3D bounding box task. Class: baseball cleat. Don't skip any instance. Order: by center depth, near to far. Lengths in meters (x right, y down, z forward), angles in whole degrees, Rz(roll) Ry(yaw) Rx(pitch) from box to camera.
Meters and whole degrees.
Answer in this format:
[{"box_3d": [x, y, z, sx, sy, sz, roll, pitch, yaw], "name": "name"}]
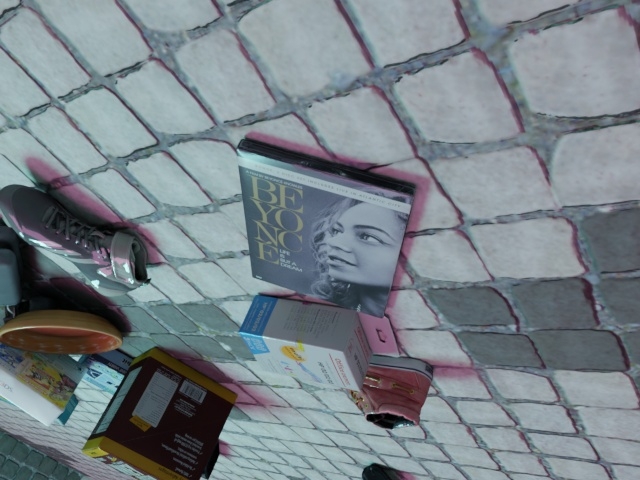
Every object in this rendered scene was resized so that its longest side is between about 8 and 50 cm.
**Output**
[{"box_3d": [-0.297, -0.007, 0.722, 0.109, 0.072, 0.206, -17, 135, 26], "name": "baseball cleat"}]

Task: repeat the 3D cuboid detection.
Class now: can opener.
[{"box_3d": [-0.486, 0.067, 0.935, 0.095, 0.076, 0.283, 0, 153, -23], "name": "can opener"}]

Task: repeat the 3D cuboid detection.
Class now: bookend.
[{"box_3d": [-0.345, 0.535, 1.465, 0.156, 0.072, 0.157, 21, 145, 4], "name": "bookend"}]

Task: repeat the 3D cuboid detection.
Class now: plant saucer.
[{"box_3d": [-0.447, 0.160, 0.992, 0.200, 0.037, 0.200, -3, 157, -1], "name": "plant saucer"}]

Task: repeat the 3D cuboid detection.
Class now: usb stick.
[{"box_3d": [0.141, 0.553, 1.218, 0.077, 0.045, 0.278, 30, 154, 35], "name": "usb stick"}]

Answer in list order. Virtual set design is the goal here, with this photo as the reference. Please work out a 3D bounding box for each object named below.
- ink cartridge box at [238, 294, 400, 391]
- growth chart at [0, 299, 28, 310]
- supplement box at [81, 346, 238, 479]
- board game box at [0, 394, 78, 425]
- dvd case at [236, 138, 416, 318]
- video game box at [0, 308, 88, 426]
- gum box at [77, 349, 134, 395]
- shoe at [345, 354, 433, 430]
[{"box_3d": [0.001, 0.133, 0.726, 0.181, 0.061, 0.104, 5, 142, 24], "name": "ink cartridge box"}, {"box_3d": [-0.617, 0.121, 1.110, 0.172, 0.021, 0.237, -7, 136, 35], "name": "growth chart"}, {"box_3d": [-0.295, 0.340, 1.061, 0.191, 0.194, 0.129, 36, 144, -18], "name": "supplement box"}, {"box_3d": [-0.839, 0.364, 1.516, 0.336, 0.079, 0.253, 20, 146, 4], "name": "board game box"}, {"box_3d": [0.000, 0.000, 0.585, 0.165, 0.018, 0.221, 17, 145, 10], "name": "dvd case"}, {"box_3d": [-0.538, 0.225, 1.037, 0.205, 0.048, 0.187, 41, 179, -13], "name": "video game box"}, {"box_3d": [-0.426, 0.283, 1.198, 0.157, 0.041, 0.184, 36, 145, -17], "name": "gum box"}, {"box_3d": [0.060, 0.201, 0.766, 0.178, 0.081, 0.063, -5, 137, 35], "name": "shoe"}]
